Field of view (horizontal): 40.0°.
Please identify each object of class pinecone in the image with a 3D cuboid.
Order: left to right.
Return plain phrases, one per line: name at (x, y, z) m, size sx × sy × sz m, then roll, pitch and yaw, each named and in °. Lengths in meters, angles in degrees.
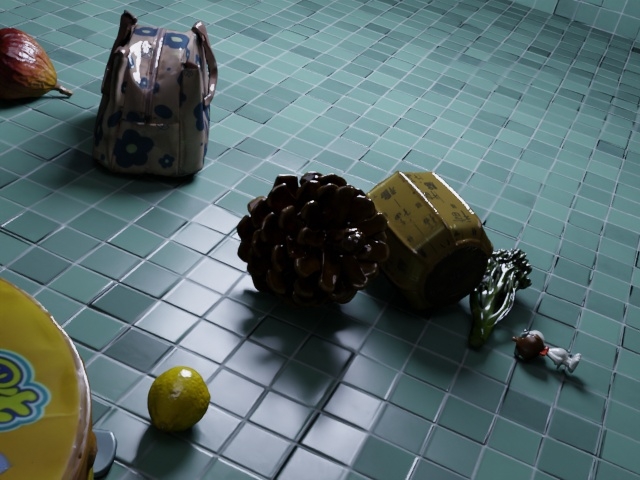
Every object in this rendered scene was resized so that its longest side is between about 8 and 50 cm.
pinecone at (0.002, 0.001, 1.142) m, size 0.212 × 0.168 × 0.185 m, roll 12°, pitch 59°, yaw 48°

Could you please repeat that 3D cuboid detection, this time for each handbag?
handbag at (-0.260, -0.237, 1.399) m, size 0.190 × 0.193 × 0.251 m, roll 4°, pitch 32°, yaw -9°

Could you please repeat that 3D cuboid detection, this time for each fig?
fig at (-0.489, -0.280, 1.463) m, size 0.153 × 0.119 × 0.119 m, roll 25°, pitch 30°, yaw -11°

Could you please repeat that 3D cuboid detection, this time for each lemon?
lemon at (-0.149, 0.167, 0.934) m, size 0.065 × 0.065 × 0.092 m, roll 20°, pitch 32°, yaw 9°

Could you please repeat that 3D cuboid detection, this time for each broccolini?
broccolini at (0.240, 0.087, 1.238) m, size 0.091 × 0.068 × 0.202 m, roll 13°, pitch 45°, yaw 22°

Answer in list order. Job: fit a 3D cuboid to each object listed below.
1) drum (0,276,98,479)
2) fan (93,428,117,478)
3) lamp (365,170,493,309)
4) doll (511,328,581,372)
drum at (-0.366, 0.198, 0.611) m, size 0.432 × 0.214 × 0.431 m, roll 7°, pitch 32°, yaw -4°
fan at (-0.342, 0.186, 0.866) m, size 0.282 × 0.023 × 0.057 m, roll 12°, pitch 41°, yaw -4°
lamp at (0.143, -0.003, 1.230) m, size 0.161 × 0.161 × 0.185 m, roll -5°, pitch 40°, yaw -28°
doll at (0.298, 0.148, 1.163) m, size 0.085 × 0.040 × 0.058 m, roll 36°, pitch 28°, yaw 32°
